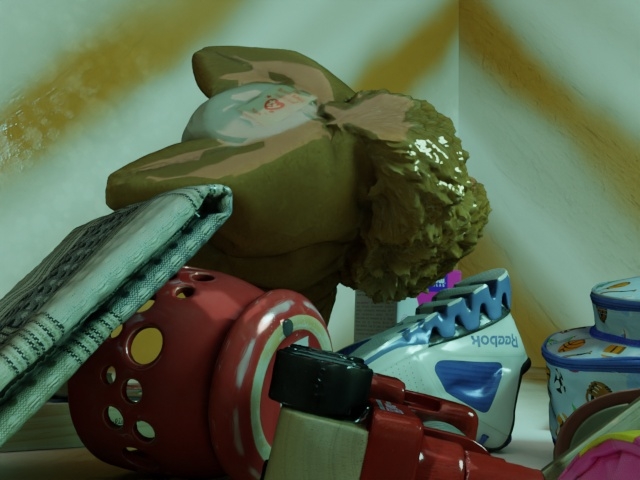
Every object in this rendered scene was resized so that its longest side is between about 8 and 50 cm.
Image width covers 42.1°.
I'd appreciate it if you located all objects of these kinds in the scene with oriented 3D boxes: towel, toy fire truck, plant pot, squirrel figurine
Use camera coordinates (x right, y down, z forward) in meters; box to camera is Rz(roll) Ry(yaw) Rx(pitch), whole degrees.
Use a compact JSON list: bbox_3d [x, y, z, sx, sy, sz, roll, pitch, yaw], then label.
[{"bbox_3d":[-0.250,0.075,0.665,0.056,0.324,0.312,52,-30,-20],"label":"towel"},{"bbox_3d":[0.088,0.131,0.536,0.247,0.158,0.217,13,-6,2],"label":"toy fire truck"},{"bbox_3d":[-0.096,0.120,0.733,0.174,0.191,0.191,5,-3,32],"label":"plant pot"},{"bbox_3d":[0.000,0.000,0.972,0.397,0.281,0.370,1,-48,9],"label":"squirrel figurine"}]

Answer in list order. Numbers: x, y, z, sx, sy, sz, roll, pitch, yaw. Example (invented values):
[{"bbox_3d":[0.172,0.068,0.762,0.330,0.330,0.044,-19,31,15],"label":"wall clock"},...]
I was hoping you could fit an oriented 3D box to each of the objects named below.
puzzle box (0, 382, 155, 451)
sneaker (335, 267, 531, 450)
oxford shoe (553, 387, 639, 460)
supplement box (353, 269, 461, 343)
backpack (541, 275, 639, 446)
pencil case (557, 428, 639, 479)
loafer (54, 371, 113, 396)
[{"bbox_3d":[-0.272,0.215,1.060,0.409,0.052,0.272,5,-8,-34],"label":"puzzle box"},{"bbox_3d":[0.123,0.177,0.940,0.316,0.182,0.127,-28,1,-17],"label":"sneaker"},{"bbox_3d":[0.342,0.147,0.592,0.349,0.122,0.130,1,-11,10],"label":"oxford shoe"},{"bbox_3d":[0.119,0.148,1.159,0.111,0.219,0.114,4,-7,-29],"label":"supplement box"},{"bbox_3d":[0.365,0.140,0.866,0.264,0.213,0.276,-12,-6,15],"label":"backpack"},{"bbox_3d":[0.207,0.135,0.381,0.236,0.104,0.104,3,-6,-34],"label":"pencil case"},{"bbox_3d":[-0.295,0.154,0.968,0.148,0.050,0.056,-3,-6,37],"label":"loafer"}]
